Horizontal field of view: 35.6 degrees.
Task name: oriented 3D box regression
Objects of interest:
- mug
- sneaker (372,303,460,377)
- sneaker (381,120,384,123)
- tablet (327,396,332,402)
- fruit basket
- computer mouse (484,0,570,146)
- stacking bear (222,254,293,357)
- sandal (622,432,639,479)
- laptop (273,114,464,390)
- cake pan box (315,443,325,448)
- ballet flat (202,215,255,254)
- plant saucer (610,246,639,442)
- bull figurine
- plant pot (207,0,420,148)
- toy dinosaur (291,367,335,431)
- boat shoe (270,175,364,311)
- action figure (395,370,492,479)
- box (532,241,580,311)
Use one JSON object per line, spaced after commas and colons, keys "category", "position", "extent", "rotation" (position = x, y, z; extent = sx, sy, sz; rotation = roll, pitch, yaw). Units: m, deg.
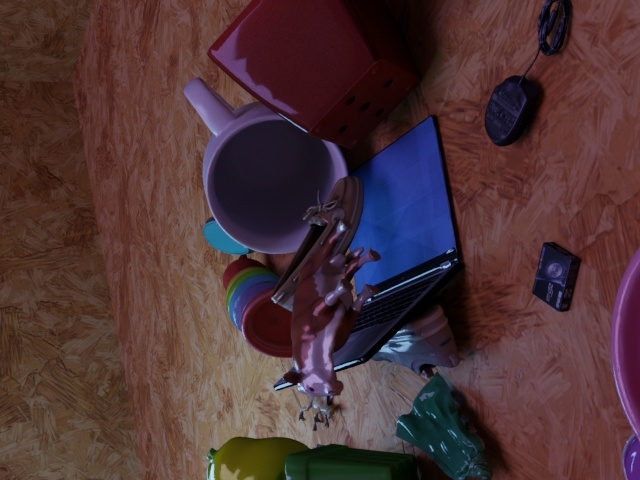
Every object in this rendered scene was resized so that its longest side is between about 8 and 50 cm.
{"category": "mug", "position": [-0.135, -0.184, 2.023], "extent": [0.276, 0.374, 0.328], "rotation": [-43, 18, 6]}
{"category": "sneaker", "position": [0.154, 0.195, 1.748], "extent": [0.115, 0.105, 0.281], "rotation": [61, 162, 2]}
{"category": "sneaker", "position": [0.074, -0.294, 1.897], "extent": [0.068, 0.071, 0.170], "rotation": [115, 143, -44]}
{"category": "tablet", "position": [0.012, 0.305, 2.163], "extent": [0.083, 0.006, 0.054], "rotation": [67, 148, 33]}
{"category": "fruit basket", "position": [-0.020, 0.469, 1.733], "extent": [0.392, 0.391, 0.283], "rotation": [-28, 68, 62]}
{"category": "computer mouse", "position": [0.310, -0.245, 1.464], "extent": [0.071, 0.041, 0.242], "rotation": [51, 131, 38]}
{"category": "stacking bear", "position": [-0.145, 0.130, 2.311], "extent": [0.289, 0.164, 0.176], "rotation": [-133, 49, -60]}
{"category": "sandal", "position": [0.463, 0.356, 1.125], "extent": [0.416, 0.102, 0.169], "rotation": [-128, 44, -52]}
{"category": "laptop", "position": [0.057, 0.035, 1.798], "extent": [0.236, 0.408, 0.382], "rotation": [51, 152, -4]}
{"category": "cake pan box", "position": [-0.017, 0.586, 2.039], "extent": [0.246, 0.070, 0.267], "rotation": [-66, -14, -65]}
{"category": "ballet flat", "position": [-0.154, -0.038, 2.340], "extent": [0.116, 0.124, 0.342], "rotation": [58, 153, -14]}
{"category": "plant saucer", "position": [0.465, 0.122, 1.102], "extent": [0.332, 0.084, 0.332], "rotation": [-9, 80, 63]}
{"category": "bull figurine", "position": [0.015, 0.109, 1.619], "extent": [0.188, 0.101, 0.310], "rotation": [-51, 23, 27]}
{"category": "plant pot", "position": [0.015, -0.315, 1.756], "extent": [0.267, 0.267, 0.236], "rotation": [-44, 68, 19]}
{"category": "toy dinosaur", "position": [-0.011, 0.354, 2.177], "extent": [0.183, 0.053, 0.093], "rotation": [38, 117, 52]}
{"category": "boat shoe", "position": [0.000, 0.000, 1.829], "extent": [0.104, 0.089, 0.285], "rotation": [-24, 43, 66]}
{"category": "action figure", "position": [0.218, 0.331, 1.654], "extent": [0.137, 0.063, 0.232], "rotation": [-62, 27, 9]}
{"category": "box", "position": [0.341, 0.052, 1.442], "extent": [0.067, 0.018, 0.083], "rotation": [-137, 50, -56]}
